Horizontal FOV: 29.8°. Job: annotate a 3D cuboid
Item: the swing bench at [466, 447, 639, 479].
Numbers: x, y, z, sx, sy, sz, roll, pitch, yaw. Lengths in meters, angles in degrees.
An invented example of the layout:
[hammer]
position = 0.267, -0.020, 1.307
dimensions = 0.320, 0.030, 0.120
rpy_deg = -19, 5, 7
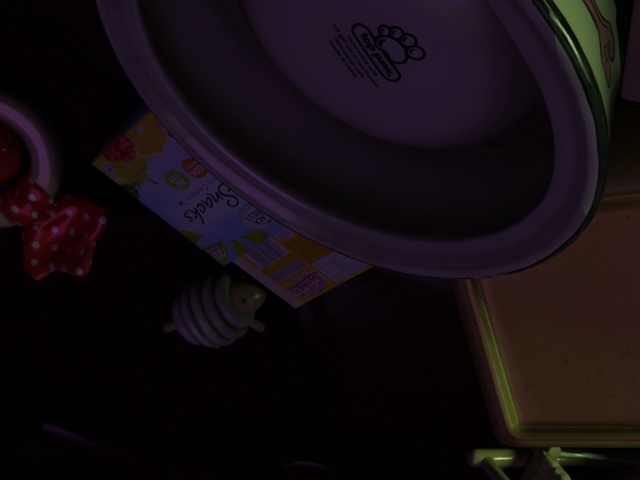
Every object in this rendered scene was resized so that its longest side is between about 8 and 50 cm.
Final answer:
[swing bench]
position = 0.310, 0.299, 1.163
dimensions = 0.255, 0.253, 0.165
rpy_deg = -13, 117, -17

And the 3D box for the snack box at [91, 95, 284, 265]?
[snack box]
position = -0.090, -0.083, 1.144
dimensions = 0.174, 0.070, 0.207
rpy_deg = 40, 139, -19

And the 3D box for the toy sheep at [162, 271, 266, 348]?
[toy sheep]
position = -0.117, 0.078, 1.323
dimensions = 0.132, 0.091, 0.091
rpy_deg = -26, 121, 21

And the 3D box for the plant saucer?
[plant saucer]
position = 0.252, 0.055, 1.035
dimensions = 0.333, 0.081, 0.333
rpy_deg = -6, 113, 32

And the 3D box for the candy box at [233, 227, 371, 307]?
[candy box]
position = 0.000, 0.000, 1.222
dimensions = 0.105, 0.027, 0.206
rpy_deg = 36, 139, -22

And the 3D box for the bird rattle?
[bird rattle]
position = -0.344, -0.065, 1.255
dimensions = 0.253, 0.143, 0.207
rpy_deg = 14, 123, 8

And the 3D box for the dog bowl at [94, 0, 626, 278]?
[dog bowl]
position = 0.039, -0.158, 0.887
dimensions = 0.408, 0.150, 0.408
rpy_deg = 24, 149, 16

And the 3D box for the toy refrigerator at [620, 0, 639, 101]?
[toy refrigerator]
position = 0.359, -0.143, 0.844
dimensions = 0.269, 0.094, 0.102
rpy_deg = 12, 143, 17
